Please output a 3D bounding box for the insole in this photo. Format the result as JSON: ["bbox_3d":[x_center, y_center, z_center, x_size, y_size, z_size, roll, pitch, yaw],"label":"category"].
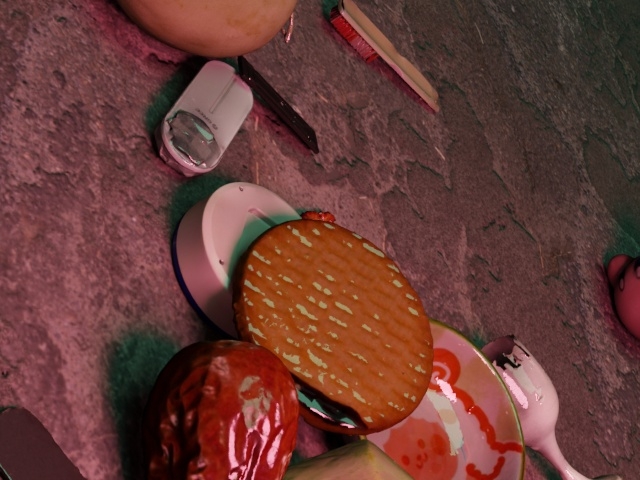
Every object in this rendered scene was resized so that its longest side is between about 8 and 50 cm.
[{"bbox_3d":[-0.262,0.314,1.118,0.309,0.012,0.110,55,37,-2],"label":"insole"}]

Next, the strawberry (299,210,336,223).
[{"bbox_3d":[-0.002,0.002,1.620,0.104,0.048,0.152,48,20,0],"label":"strawberry"}]

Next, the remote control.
[{"bbox_3d":[-0.172,-0.183,1.555,0.104,0.052,0.247,44,38,-16],"label":"remote control"}]

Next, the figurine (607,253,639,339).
[{"bbox_3d":[0.758,0.132,2.234,0.261,0.270,0.211,36,46,-13],"label":"figurine"}]

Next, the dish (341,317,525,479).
[{"bbox_3d":[0.141,0.281,1.514,0.324,0.124,0.324,21,52,-29],"label":"dish"}]

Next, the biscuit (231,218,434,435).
[{"bbox_3d":[0.020,0.112,1.406,0.318,0.040,0.318,20,52,-27],"label":"biscuit"}]

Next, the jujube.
[{"bbox_3d":[-0.119,0.242,1.196,0.190,0.190,0.255,29,55,-33],"label":"jujube"}]

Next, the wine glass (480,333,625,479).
[{"bbox_3d":[0.361,0.312,1.726,0.321,0.143,0.143,53,36,0],"label":"wine glass"}]

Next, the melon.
[{"bbox_3d":[-0.165,-0.401,1.562,0.272,0.272,0.308,56,43,-1],"label":"melon"}]

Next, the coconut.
[{"bbox_3d":[0.039,0.349,1.243,0.236,0.236,0.204,-7,80,-51],"label":"coconut"}]

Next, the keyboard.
[{"bbox_3d":[-0.067,-0.219,1.691,0.204,0.013,0.061,44,22,-38],"label":"keyboard"}]

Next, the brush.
[{"bbox_3d":[0.128,-0.354,2.036,0.321,0.050,0.060,38,37,-35],"label":"brush"}]

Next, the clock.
[{"bbox_3d":[-0.094,0.033,1.463,0.230,0.083,0.230,29,47,-35],"label":"clock"}]
